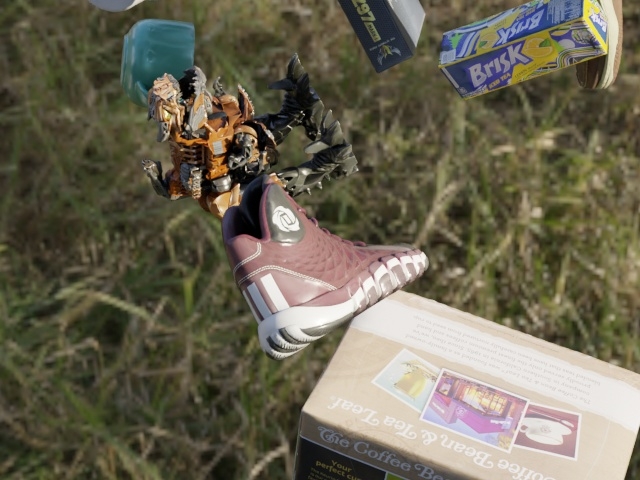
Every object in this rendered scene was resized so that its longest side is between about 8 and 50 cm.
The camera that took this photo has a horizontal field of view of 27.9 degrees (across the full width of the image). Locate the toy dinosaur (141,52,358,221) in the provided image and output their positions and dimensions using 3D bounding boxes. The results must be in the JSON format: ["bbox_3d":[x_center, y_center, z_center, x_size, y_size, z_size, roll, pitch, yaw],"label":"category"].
[{"bbox_3d":[-0.086,-0.097,1.491,0.218,0.322,0.164,-29,71,0],"label":"toy dinosaur"}]

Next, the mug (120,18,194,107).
[{"bbox_3d":[-0.235,-0.252,1.853,0.097,0.129,0.158,5,12,-11],"label":"mug"}]

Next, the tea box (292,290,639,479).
[{"bbox_3d":[0.153,0.271,1.438,0.329,0.323,0.220,20,46,12],"label":"tea box"}]

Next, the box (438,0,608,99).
[{"bbox_3d":[0.210,-0.205,1.343,0.169,0.059,0.054,-15,47,33],"label":"box"}]

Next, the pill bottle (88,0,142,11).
[{"bbox_3d":[-0.197,-0.362,1.553,0.131,0.131,0.229,12,34,23],"label":"pill bottle"}]

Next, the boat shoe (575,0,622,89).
[{"bbox_3d":[0.300,-0.291,1.519,0.095,0.257,0.095,-8,36,0],"label":"boat shoe"}]

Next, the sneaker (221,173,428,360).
[{"bbox_3d":[0.000,0.000,1.256,0.106,0.162,0.281,-33,-4,27],"label":"sneaker"}]

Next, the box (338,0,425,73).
[{"bbox_3d":[0.070,-0.344,1.738,0.059,0.183,0.233,-24,17,18],"label":"box"}]
